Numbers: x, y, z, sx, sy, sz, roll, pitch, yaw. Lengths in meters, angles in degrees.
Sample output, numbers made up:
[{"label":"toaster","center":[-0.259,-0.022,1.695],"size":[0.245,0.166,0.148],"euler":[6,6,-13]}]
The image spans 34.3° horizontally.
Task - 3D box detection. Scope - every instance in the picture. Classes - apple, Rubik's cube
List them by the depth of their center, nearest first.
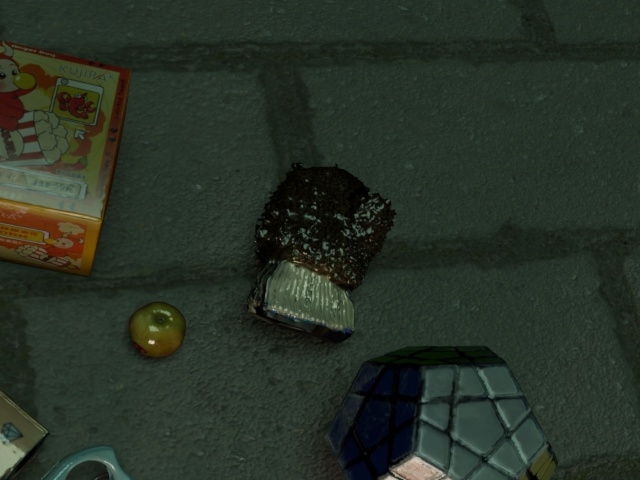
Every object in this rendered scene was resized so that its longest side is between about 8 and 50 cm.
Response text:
[{"label":"Rubik's cube","center":[0.166,0.287,1.428],"size":[0.264,0.319,0.319],"euler":[27,57,-33]},{"label":"apple","center":[-0.234,0.127,1.494],"size":[0.084,0.071,0.084],"euler":[7,64,-15]}]

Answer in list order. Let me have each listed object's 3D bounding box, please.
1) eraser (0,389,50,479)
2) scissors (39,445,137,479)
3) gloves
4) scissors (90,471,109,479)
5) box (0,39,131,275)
[{"label":"eraser","center":[-0.522,0.226,1.354],"size":[0.290,0.087,0.171],"euler":[39,60,3]},{"label":"scissors","center":[-0.403,0.342,1.295],"size":[0.360,0.029,0.191],"euler":[12,80,-31]},{"label":"gloves","center":[0.002,0.004,1.588],"size":[0.210,0.135,0.312],"euler":[10,61,-7]},{"label":"scissors","center":[-0.331,0.376,1.377],"size":[0.176,0.022,0.085],"euler":[-23,81,-27]},{"label":"box","center":[-0.434,-0.125,1.476],"size":[0.284,0.214,0.259],"euler":[11,61,-11]}]
